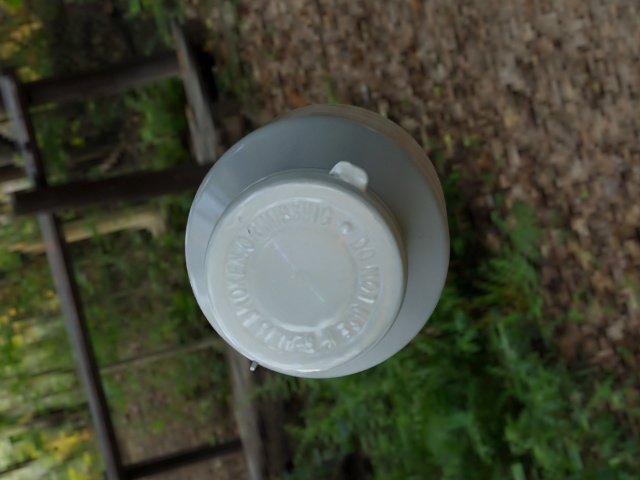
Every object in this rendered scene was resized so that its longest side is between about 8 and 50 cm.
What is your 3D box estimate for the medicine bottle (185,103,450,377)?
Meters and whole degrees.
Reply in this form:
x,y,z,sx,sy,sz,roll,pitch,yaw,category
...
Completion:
x,y,z,sx,sy,sz,roll,pitch,yaw,category
0.000,0.000,0.742,0.215,0.135,0.135,-65,-37,-81,medicine bottle
